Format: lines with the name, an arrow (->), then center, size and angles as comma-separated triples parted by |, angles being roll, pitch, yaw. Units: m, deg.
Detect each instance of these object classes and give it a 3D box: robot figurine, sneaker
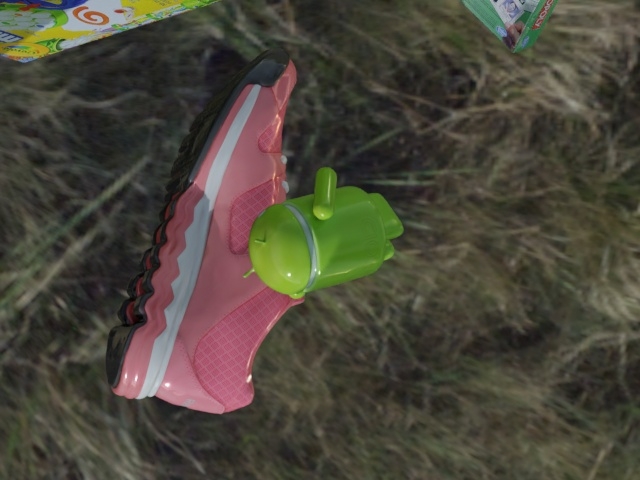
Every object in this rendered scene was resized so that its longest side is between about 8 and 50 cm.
robot figurine -> 0.000, 0.000, 0.853 | 0.115, 0.067, 0.101 | -15, 147, -27
sneaker -> -0.067, -0.004, 1.001 | 0.136, 0.116, 0.314 | 23, 80, -17

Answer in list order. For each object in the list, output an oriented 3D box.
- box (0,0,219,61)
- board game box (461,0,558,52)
box -> -0.220, -0.280, 0.947 | 0.279, 0.290, 0.177 | -13, 83, 20
board game box -> 0.205, -0.430, 1.573 | 0.046, 0.317, 0.213 | -22, 151, -36
